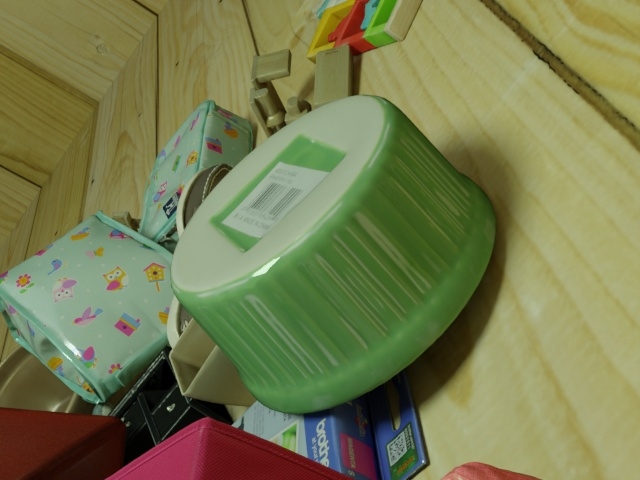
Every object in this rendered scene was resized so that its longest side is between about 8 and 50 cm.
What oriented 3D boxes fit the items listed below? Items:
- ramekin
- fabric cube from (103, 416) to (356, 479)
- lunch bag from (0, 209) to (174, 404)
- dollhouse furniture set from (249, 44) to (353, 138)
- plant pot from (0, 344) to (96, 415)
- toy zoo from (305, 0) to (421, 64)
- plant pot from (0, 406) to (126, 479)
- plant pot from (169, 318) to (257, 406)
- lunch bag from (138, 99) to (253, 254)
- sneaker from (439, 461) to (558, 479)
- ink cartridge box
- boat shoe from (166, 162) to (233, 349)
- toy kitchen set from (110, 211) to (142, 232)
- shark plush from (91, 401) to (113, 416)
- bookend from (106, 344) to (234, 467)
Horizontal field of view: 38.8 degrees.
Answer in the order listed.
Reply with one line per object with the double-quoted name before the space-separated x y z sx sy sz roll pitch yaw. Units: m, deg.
"ramekin" 0.000 0.000 0.871 0.303 0.148 0.303 -33 27 19
"fabric cube" -0.058 0.315 0.599 0.254 0.259 0.258 -38 34 37
"lunch bag" -0.310 0.104 1.321 0.262 0.160 0.223 29 54 33
"dollhouse furniture set" -0.012 -0.199 1.344 0.151 0.123 0.144 -11 49 16
"plant pot" -0.426 0.266 1.424 0.237 0.110 0.237 -20 47 23
"toy zoo" 0.072 -0.363 1.364 0.293 0.030 0.192 1 64 62
"plant pot" -0.386 0.334 0.997 0.236 0.267 0.267 31 -117 -85
"plant pot" -0.102 0.133 1.067 0.109 0.096 0.109 -56 26 6
"lunch bag" -0.216 -0.081 1.499 0.224 0.108 0.279 -41 30 34
"sneaker" 0.115 0.256 0.481 0.116 0.136 0.314 -46 28 28
"ink cartridge box" -0.032 0.223 0.885 0.311 0.065 0.186 -45 29 25
"boat shoe" -0.135 0.014 1.245 0.097 0.116 0.324 -33 39 36
"toy kitchen set" -0.362 -0.003 1.742 0.068 0.083 0.075 -2 50 12
"shark plush" -0.327 0.290 1.296 0.161 0.067 0.073 -44 30 31
"bookend" -0.201 0.238 1.135 0.157 0.072 0.156 -50 27 1
